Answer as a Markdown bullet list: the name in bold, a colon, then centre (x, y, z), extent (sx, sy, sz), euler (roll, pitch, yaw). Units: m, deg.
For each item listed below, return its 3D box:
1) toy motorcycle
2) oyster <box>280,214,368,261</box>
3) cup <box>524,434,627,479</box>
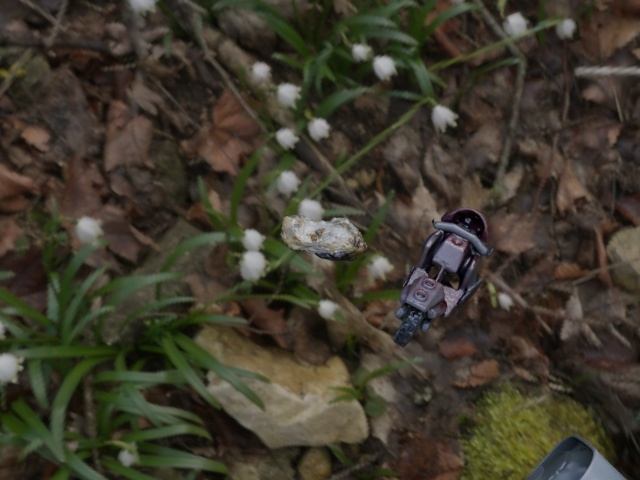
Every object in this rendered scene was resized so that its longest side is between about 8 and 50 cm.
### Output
- **toy motorcycle**: centre (0.150, 0.039, 1.219), extent (0.082, 0.122, 0.213), euler (25, 41, 15)
- **oyster**: centre (0.003, 0.000, 0.926), extent (0.083, 0.019, 0.054), euler (8, 43, -2)
- **cup**: centre (0.202, 0.215, 0.713), extent (0.129, 0.128, 0.095), euler (40, 89, 0)
